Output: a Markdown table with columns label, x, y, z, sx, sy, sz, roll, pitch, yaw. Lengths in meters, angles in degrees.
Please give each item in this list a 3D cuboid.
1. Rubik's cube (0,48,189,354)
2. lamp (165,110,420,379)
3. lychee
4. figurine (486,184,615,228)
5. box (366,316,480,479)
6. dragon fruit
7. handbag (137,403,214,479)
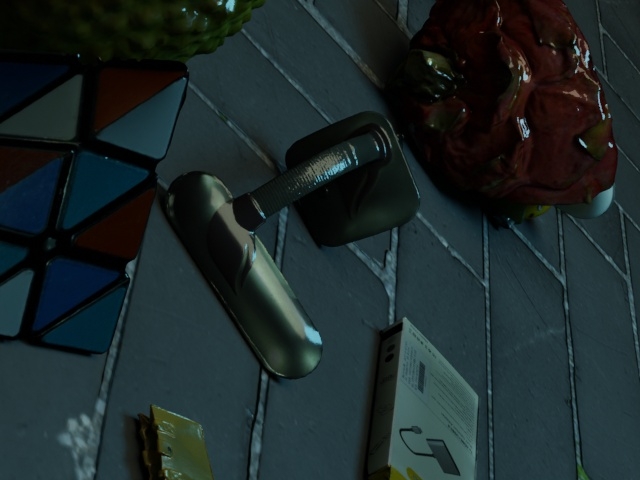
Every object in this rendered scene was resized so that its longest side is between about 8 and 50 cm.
| label | x | y | z | sx | sy | sz | roll | pitch | yaw |
| --- | --- | --- | --- | --- | --- | --- | --- | --- | --- |
| Rubik's cube | -0.241 | -0.054 | 1.362 | 0.234 | 0.284 | 0.250 | 48 | -9 | 31 |
| lamp | 0.005 | -0.002 | 1.700 | 0.283 | 0.125 | 0.203 | -26 | 95 | -62 |
| lychee | -0.188 | -0.242 | 1.449 | 0.270 | 0.320 | 0.269 | -21 | 90 | -83 |
| figurine | 0.224 | -0.103 | 2.255 | 0.141 | 0.166 | 0.250 | -30 | 58 | -30 |
| box | 0.098 | 0.190 | 1.748 | 0.129 | 0.033 | 0.247 | 48 | 27 | -22 |
| dragon fruit | 0.200 | -0.181 | 2.112 | 0.205 | 0.152 | 0.317 | -24 | 72 | -22 |
| handbag | -0.109 | 0.169 | 1.404 | 0.061 | 0.027 | 0.083 | 29 | 35 | -44 |
